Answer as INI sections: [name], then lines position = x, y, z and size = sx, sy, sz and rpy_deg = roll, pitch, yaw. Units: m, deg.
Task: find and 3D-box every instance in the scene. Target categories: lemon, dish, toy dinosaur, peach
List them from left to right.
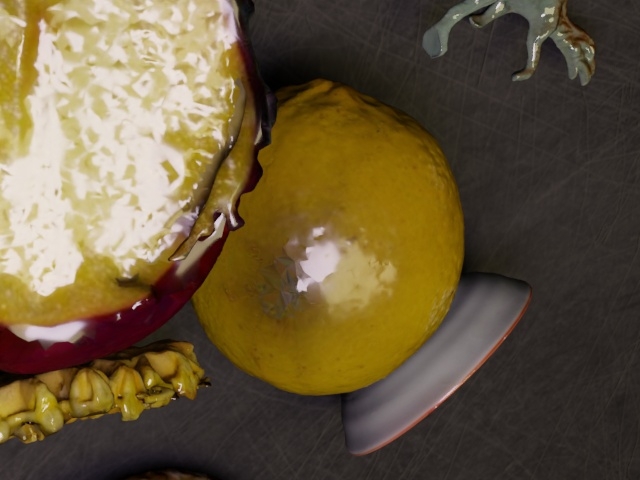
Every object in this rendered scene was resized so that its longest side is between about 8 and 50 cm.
[peach]
position = -0.230, -0.108, 1.658
size = 0.339, 0.353, 0.417
rpy_deg = 6, 129, -23
[lemon]
position = 0.001, 0.000, 1.880
size = 0.297, 0.297, 0.297
rpy_deg = -13, 118, -24
[dish]
position = 0.099, 0.106, 2.041
size = 0.260, 0.260, 0.085
rpy_deg = -43, 97, -5
[toy dinosaur]
position = 0.168, -0.293, 1.951
size = 0.205, 0.092, 0.393
rpy_deg = -28, 122, -16

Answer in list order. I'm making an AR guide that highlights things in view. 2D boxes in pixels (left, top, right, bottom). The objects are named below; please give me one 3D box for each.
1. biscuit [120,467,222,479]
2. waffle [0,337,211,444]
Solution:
[biscuit]
position = -0.145, 0.389, 1.986
size = 0.332, 0.332, 0.103
rpy_deg = 0, 153, -30
[waffle]
position = -0.253, 0.146, 1.804
size = 0.329, 0.329, 0.062
rpy_deg = -11, 90, -25
